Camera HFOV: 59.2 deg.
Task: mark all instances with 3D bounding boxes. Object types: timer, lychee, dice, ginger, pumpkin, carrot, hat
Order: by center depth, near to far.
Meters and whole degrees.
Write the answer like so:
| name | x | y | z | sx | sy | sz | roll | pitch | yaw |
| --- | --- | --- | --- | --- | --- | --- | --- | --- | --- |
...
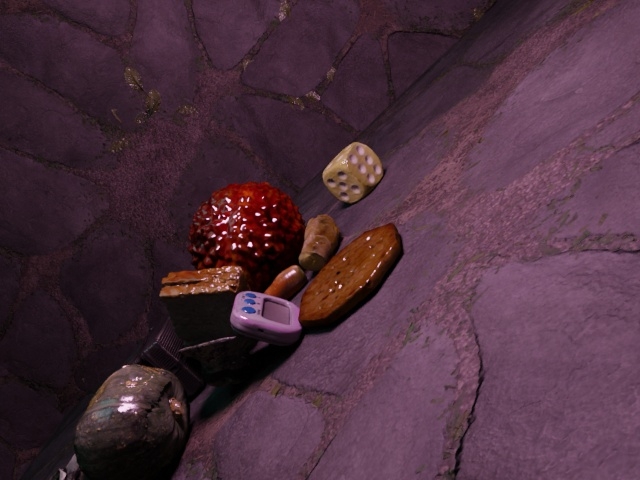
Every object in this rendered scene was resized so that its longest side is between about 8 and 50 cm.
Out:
| name | x | y | z | sx | sy | sz | roll | pitch | yaw |
| --- | --- | --- | --- | --- | --- | --- | --- | --- | --- |
| pumpkin | -0.486 | 0.478 | 1.485 | 0.257 | 0.292 | 0.328 | -13 | 32 | 4 |
| timer | -0.144 | 0.208 | 1.505 | 0.208 | 0.190 | 0.069 | -101 | 27 | -75 |
| hat | -0.262 | 0.332 | 1.551 | 0.265 | 0.128 | 0.265 | -9 | -8 | -1 |
| carrot | -0.130 | 0.161 | 1.821 | 0.193 | 0.087 | 0.087 | -42 | 13 | 4 |
| ginger | 0.000 | 0.000 | 1.855 | 0.109 | 0.116 | 0.263 | -58 | 8 | 33 |
| lychee | -0.247 | -0.005 | 1.982 | 0.424 | 0.424 | 0.500 | -40 | 13 | 22 |
| dice | 0.125 | -0.256 | 2.142 | 0.169 | 0.169 | 0.166 | -29 | 21 | 52 |

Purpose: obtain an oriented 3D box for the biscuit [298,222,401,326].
| name | x | y | z | sx | sy | sz | roll | pitch | yaw |
| --- | --- | --- | --- | --- | --- | --- | --- | --- | --- |
| biscuit | 0.076 | 0.090 | 1.475 | 0.359 | 0.046 | 0.359 | -40 | 16 | 14 |

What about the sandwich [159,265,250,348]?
| name | x | y | z | sx | sy | sz | roll | pitch | yaw |
| --- | --- | --- | --- | --- | --- | --- | --- | --- | --- |
| sandwich | -0.325 | 0.237 | 1.743 | 0.262 | 0.325 | 0.131 | -5 | 36 | 13 |

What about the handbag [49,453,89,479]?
| name | x | y | z | sx | sy | sz | roll | pitch | yaw |
| --- | --- | --- | --- | --- | --- | --- | --- | --- | --- |
| handbag | -0.698 | 0.764 | 1.531 | 0.416 | 0.180 | 0.317 | -50 | 14 | 12 |

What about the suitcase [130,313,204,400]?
| name | x | y | z | sx | sy | sz | roll | pitch | yaw |
| --- | --- | --- | --- | --- | --- | --- | --- | --- | --- |
| suitcase | -0.489 | 0.386 | 1.909 | 0.152 | 0.229 | 0.335 | -44 | 12 | 5 |
